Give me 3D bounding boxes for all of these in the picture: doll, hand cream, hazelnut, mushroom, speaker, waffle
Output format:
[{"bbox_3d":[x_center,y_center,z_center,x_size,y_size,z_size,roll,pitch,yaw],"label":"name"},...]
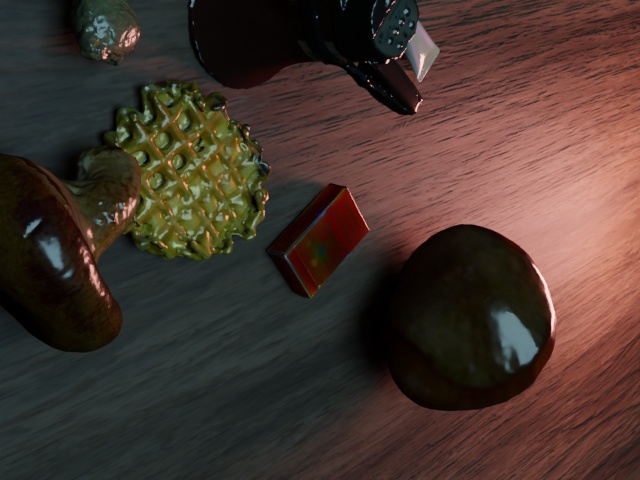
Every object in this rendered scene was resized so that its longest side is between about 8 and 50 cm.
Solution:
[{"bbox_3d":[-0.304,-0.355,0.926,0.286,0.091,0.203,59,28,-47],"label":"doll"},{"bbox_3d":[0.153,-0.375,1.369,0.205,0.050,0.078,43,72,-45],"label":"hand cream"},{"bbox_3d":[0.281,0.160,1.464,0.365,0.366,0.366,-13,110,-40],"label":"hazelnut"},{"bbox_3d":[-0.320,-0.009,0.893,0.267,0.267,0.254,28,90,-43],"label":"mushroom"},{"bbox_3d":[-0.003,-0.262,1.080,0.198,0.329,0.259,-41,132,-28],"label":"speaker"},{"bbox_3d":[-0.185,-0.097,1.123,0.280,0.060,0.262,0,103,-39],"label":"waffle"}]

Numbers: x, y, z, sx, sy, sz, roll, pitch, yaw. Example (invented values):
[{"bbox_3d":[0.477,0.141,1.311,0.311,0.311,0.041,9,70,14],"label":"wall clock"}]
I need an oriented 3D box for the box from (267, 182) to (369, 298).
[{"bbox_3d":[-0.001,0.000,1.328,0.175,0.048,0.112,-47,130,-23],"label":"box"}]
